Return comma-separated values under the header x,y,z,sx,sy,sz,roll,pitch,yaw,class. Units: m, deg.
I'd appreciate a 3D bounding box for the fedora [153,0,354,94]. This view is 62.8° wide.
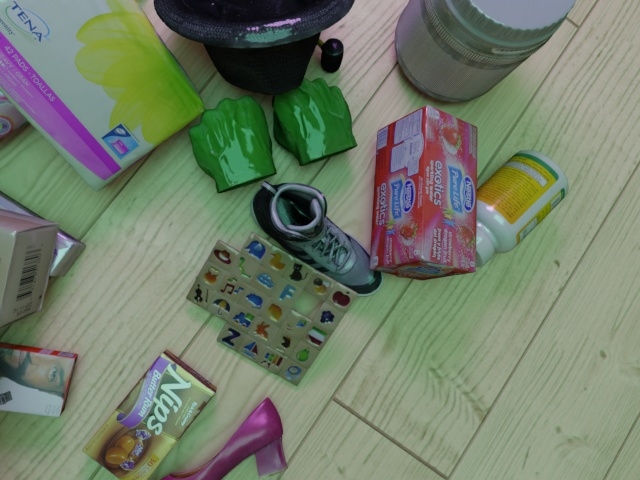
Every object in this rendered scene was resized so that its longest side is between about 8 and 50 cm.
x,y,z,sx,sy,sz,roll,pitch,yaw,class
-0.096,-0.341,0.838,0.335,0.152,0.333,-2,48,3,fedora

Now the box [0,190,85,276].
x,y,z,sx,sy,sz,roll,pitch,yaw,class
-0.532,-0.056,0.823,0.324,0.063,0.067,34,82,-3,box

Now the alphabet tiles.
x,y,z,sx,sy,sz,roll,pitch,yaw,class
-0.091,0.106,0.856,0.237,0.009,0.198,31,106,-3,alphabet tiles

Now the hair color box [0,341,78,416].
x,y,z,sx,sy,sz,roll,pitch,yaw,class
-0.469,0.207,0.795,0.167,0.053,0.092,13,82,-18,hair color box

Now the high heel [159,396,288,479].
x,y,z,sx,sy,sz,roll,pitch,yaw,class
-0.176,0.335,0.824,0.244,0.082,0.117,-14,82,-8,high heel

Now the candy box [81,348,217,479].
x,y,z,sx,sy,sz,roll,pitch,yaw,class
-0.265,0.280,0.830,0.109,0.053,0.186,39,81,-2,candy box

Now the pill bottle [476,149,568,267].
x,y,z,sx,sy,sz,roll,pitch,yaw,class
0.321,-0.052,0.921,0.208,0.117,0.117,-43,91,-10,pill bottle

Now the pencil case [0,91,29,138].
x,y,z,sx,sy,sz,roll,pitch,yaw,class
-0.478,-0.251,0.825,0.284,0.124,0.124,-35,90,-10,pencil case

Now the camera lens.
x,y,z,sx,sy,sz,roll,pitch,yaw,class
0.258,-0.371,0.866,0.220,0.274,0.219,1,84,-8,camera lens

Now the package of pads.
x,y,z,sx,sy,sz,roll,pitch,yaw,class
-0.338,-0.255,0.767,0.229,0.101,0.296,-39,124,-7,package of pads

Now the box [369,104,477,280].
x,y,z,sx,sy,sz,roll,pitch,yaw,class
0.171,-0.071,0.865,0.123,0.128,0.256,13,73,-30,box

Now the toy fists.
x,y,z,sx,sy,sz,roll,pitch,yaw,class
-0.079,-0.185,0.891,0.280,0.096,0.142,-20,94,-12,toy fists

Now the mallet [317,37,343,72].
x,y,z,sx,sy,sz,roll,pitch,yaw,class
-0.030,-0.380,0.952,0.039,0.062,0.189,-42,76,-12,mallet

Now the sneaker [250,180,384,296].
x,y,z,sx,sy,sz,roll,pitch,yaw,class
0.000,0.000,0.849,0.269,0.153,0.101,38,80,-3,sneaker

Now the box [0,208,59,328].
x,y,z,sx,sy,sz,roll,pitch,yaw,class
-0.555,0.008,0.730,0.312,0.121,0.147,13,96,-2,box
